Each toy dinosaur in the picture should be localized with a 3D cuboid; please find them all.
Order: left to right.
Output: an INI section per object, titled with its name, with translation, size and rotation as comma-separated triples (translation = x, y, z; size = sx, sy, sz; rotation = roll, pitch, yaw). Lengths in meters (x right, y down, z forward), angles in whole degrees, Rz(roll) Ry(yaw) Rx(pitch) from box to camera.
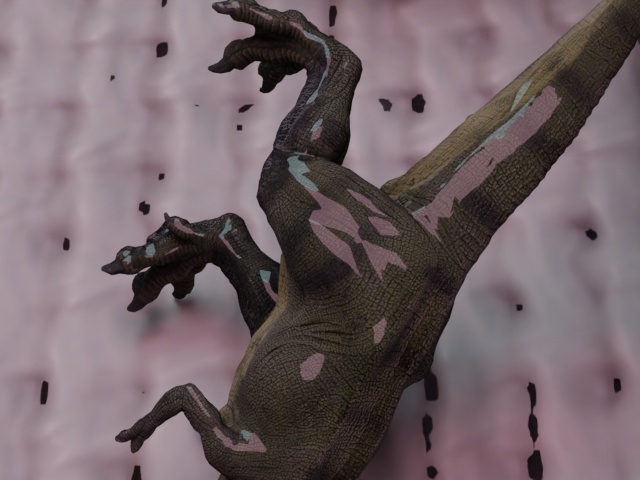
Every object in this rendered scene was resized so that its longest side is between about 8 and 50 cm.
[toy dinosaur]
translation = 0.000, 0.000, 0.480
size = 0.118, 0.064, 0.268
rotation = 38, 93, 37
